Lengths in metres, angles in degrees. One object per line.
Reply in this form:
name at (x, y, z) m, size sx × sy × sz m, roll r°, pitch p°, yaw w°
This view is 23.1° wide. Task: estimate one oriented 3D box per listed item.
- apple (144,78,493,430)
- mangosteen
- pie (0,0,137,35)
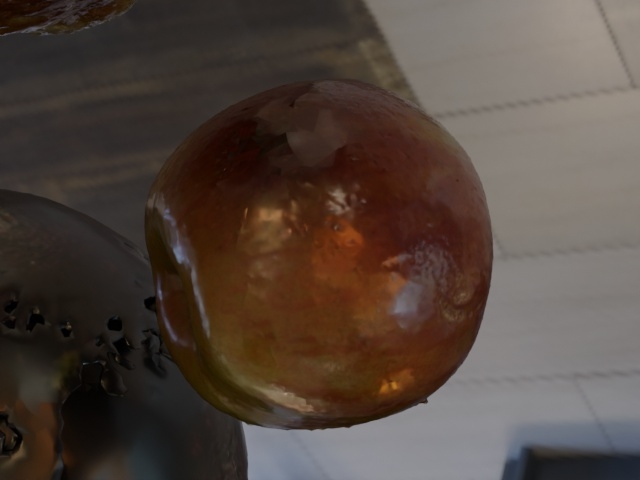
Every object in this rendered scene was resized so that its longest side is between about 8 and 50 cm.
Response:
apple at (0.000, 0.000, 0.807) m, size 0.173 × 0.195 × 0.160 m, roll -12°, pitch 139°, yaw -20°
mangosteen at (-0.252, 0.148, 1.021) m, size 0.381 × 0.381 × 0.421 m, roll -14°, pitch 170°, yaw 36°
pie at (-0.125, -0.162, 0.759) m, size 0.163 × 0.079 × 0.193 m, roll -8°, pitch 155°, yaw -33°
